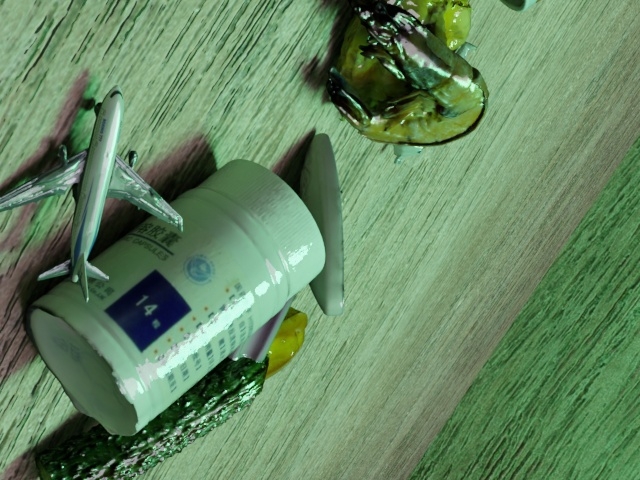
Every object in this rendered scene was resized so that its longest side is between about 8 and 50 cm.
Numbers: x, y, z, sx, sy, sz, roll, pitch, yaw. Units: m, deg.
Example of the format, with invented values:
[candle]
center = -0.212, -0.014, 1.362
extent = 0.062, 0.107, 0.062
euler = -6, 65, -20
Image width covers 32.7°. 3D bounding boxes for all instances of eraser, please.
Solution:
[eraser]
center = -0.001, 0.000, 1.553
extent = 0.059, 0.243, 0.204
euler = -2, 142, -5

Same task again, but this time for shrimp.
[shrimp]
center = 0.089, -0.211, 1.409
extent = 0.178, 0.075, 0.289
euler = -35, 137, 26

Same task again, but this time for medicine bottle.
[medicine bottle]
center = -0.162, 0.059, 1.299
extent = 0.332, 0.190, 0.190
euler = -40, 154, -31

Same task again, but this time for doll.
[doll]
center = 0.180, -0.221, 1.763
extent = 0.227, 0.057, 0.114
euler = -61, 161, 12

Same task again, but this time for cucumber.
[cucumber]
center = -0.217, 0.255, 1.515
extent = 0.359, 0.096, 0.096
euler = -27, 148, -27

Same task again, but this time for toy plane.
[toy plane]
center = -0.234, -0.052, 1.123
extent = 0.226, 0.058, 0.226
euler = 3, 105, -34

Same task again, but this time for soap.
[soap]
center = -0.089, 0.057, 1.531
extent = 0.065, 0.122, 0.203
euler = 9, 117, -37

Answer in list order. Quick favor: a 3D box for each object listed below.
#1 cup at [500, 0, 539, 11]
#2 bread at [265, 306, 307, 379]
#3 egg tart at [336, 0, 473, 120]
[cup]
center = 0.334, -0.461, 1.376
extent = 0.317, 0.212, 0.212
euler = -31, 157, 0
[bread]
center = -0.111, 0.165, 1.696
extent = 0.245, 0.094, 0.102
euler = -21, 137, -52
[egg tart]
center = 0.133, -0.266, 1.521
extent = 0.297, 0.132, 0.297
euler = -48, 163, -20
